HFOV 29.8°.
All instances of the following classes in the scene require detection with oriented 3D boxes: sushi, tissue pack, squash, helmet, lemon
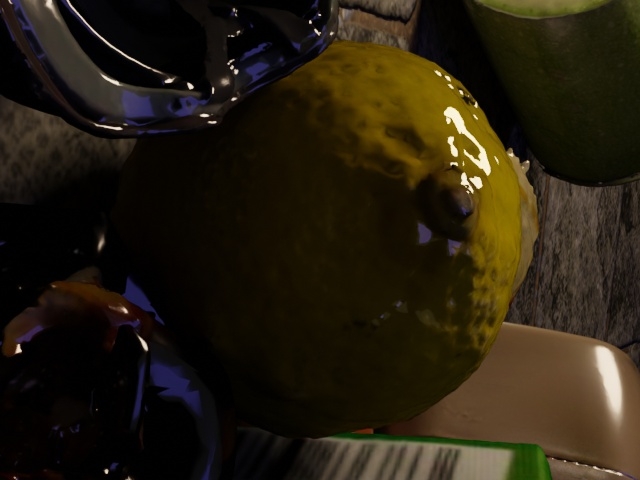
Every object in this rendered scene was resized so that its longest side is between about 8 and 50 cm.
[{"bbox_3d":[-0.160,0.130,0.643,0.227,0.212,0.215,-46,135,-50],"label":"sushi"},{"bbox_3d":[0.161,0.272,1.163,0.387,0.267,0.277,99,6,-58],"label":"tissue pack"},{"bbox_3d":[0.319,-0.255,1.411,0.384,0.263,0.263,51,53,-56],"label":"squash"},{"bbox_3d":[-0.129,-0.174,0.659,0.305,0.177,0.225,-25,114,-50],"label":"helmet"},{"bbox_3d":[0.000,0.000,0.801,0.268,0.322,0.268,-5,99,-33],"label":"lemon"}]

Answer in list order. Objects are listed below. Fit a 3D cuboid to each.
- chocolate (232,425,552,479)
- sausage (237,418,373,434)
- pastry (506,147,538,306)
[{"bbox_3d":[0.010,0.303,0.893,0.161,0.360,0.341,-64,150,-56],"label":"chocolate"},{"bbox_3d":[-0.016,0.157,1.019,0.133,0.133,0.258,-38,131,-54],"label":"sausage"},{"bbox_3d":[0.128,0.020,1.219,0.256,0.170,0.236,-46,134,-41],"label":"pastry"}]
